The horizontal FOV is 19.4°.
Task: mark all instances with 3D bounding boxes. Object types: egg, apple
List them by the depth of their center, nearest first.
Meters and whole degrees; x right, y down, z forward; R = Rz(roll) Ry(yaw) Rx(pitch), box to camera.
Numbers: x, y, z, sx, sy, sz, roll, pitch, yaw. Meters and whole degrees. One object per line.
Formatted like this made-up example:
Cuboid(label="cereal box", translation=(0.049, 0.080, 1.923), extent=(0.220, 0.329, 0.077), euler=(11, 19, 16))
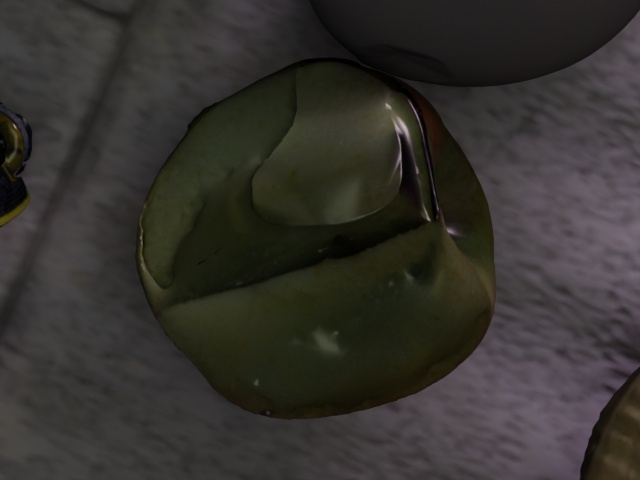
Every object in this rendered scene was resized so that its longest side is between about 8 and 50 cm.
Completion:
Cuboid(label="apple", translation=(0.000, 0.000, 1.115), extent=(0.188, 0.174, 0.207), euler=(-22, 103, 17))
Cuboid(label="egg", translation=(0.098, -0.179, 1.117), extent=(0.232, 0.176, 0.176), euler=(-21, 96, -28))

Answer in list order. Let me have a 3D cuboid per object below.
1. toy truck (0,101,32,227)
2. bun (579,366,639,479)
Cuboid(label="toy truck", translation=(-0.300, -0.091, 1.072), extent=(0.157, 0.124, 0.272), euler=(-35, 96, 11))
Cuboid(label="bun", translation=(0.315, 0.192, 1.087), extent=(0.202, 0.364, 0.364), euler=(25, 87, -29))
